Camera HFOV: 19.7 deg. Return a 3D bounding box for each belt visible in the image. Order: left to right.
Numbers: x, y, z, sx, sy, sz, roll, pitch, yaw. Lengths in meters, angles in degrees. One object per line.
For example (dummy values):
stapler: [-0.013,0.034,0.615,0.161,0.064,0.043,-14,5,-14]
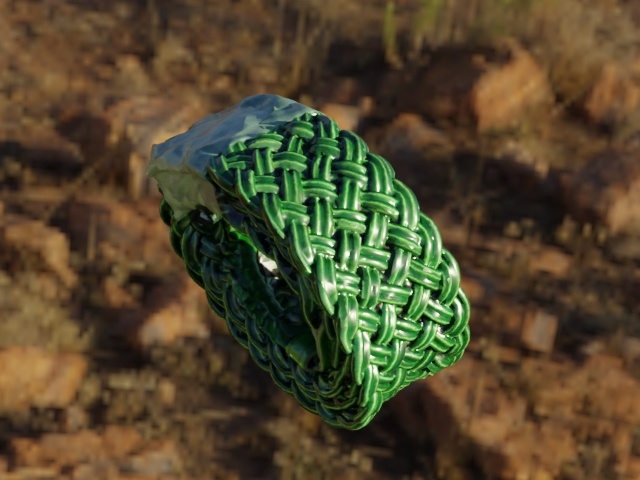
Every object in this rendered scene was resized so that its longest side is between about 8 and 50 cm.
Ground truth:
belt: [0.000,0.000,0.741,0.079,0.121,0.151,-34,48,-21]
